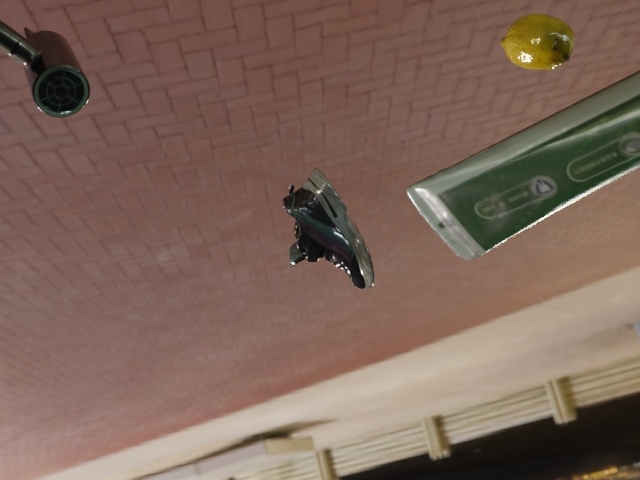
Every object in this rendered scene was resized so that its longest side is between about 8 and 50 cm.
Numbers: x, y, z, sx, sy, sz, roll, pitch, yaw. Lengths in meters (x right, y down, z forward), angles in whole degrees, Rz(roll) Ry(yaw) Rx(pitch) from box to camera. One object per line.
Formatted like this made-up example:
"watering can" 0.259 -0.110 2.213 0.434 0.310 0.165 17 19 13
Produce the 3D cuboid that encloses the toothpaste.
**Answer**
"toothpaste" 0.248 -0.092 0.688 0.392 0.061 0.099 -28 118 32

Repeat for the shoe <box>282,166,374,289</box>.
"shoe" 0.000 0.000 1.091 0.099 0.169 0.071 -28 -161 0

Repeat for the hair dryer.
"hair dryer" -0.439 -0.291 1.205 0.078 0.196 0.248 -46 130 7

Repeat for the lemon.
"lemon" 0.310 -0.285 1.260 0.110 0.082 0.082 18 -179 34
